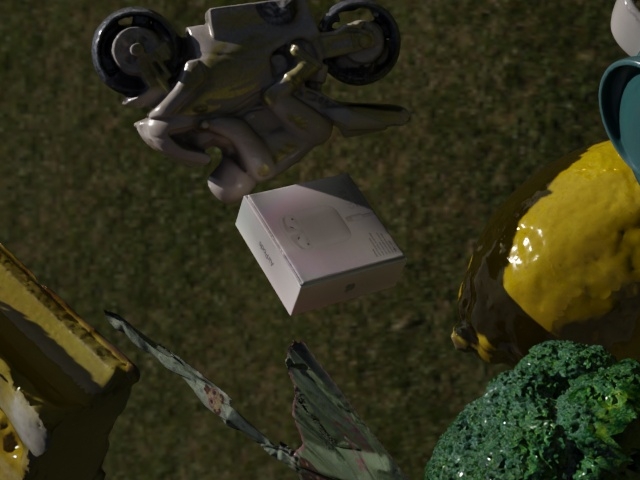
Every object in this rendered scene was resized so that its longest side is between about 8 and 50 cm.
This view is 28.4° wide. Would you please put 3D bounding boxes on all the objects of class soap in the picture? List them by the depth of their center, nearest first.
[{"bbox_3d":[-0.214,0.063,0.720,0.233,0.076,0.135,40,127,23],"label":"soap"}]

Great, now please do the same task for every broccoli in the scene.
[{"bbox_3d":[0.203,0.208,0.934,0.269,0.269,0.254,23,94,48],"label":"broccoli"}]

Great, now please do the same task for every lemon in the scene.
[{"bbox_3d":[0.316,0.032,1.398,0.285,0.316,0.285,31,153,18],"label":"lemon"}]

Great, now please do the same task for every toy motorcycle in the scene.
[{"bbox_3d":[-0.071,-0.154,1.380,0.108,0.340,0.223,-159,62,-79],"label":"toy motorcycle"}]

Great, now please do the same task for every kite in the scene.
[{"bbox_3d":[-0.010,0.106,0.581,0.250,0.012,0.229,36,150,22],"label":"kite"}]

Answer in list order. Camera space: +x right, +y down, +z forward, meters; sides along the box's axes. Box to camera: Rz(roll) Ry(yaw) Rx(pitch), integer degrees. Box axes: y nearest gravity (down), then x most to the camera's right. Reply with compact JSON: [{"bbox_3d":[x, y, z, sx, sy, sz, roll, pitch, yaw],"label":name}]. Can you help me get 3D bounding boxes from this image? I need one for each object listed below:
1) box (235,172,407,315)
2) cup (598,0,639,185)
[{"bbox_3d":[0.000,0.000,1.313,0.130,0.129,0.051,57,147,31],"label":"box"},{"bbox_3d":[0.370,-0.134,1.033,0.290,0.257,0.219,56,159,25],"label":"cup"}]
